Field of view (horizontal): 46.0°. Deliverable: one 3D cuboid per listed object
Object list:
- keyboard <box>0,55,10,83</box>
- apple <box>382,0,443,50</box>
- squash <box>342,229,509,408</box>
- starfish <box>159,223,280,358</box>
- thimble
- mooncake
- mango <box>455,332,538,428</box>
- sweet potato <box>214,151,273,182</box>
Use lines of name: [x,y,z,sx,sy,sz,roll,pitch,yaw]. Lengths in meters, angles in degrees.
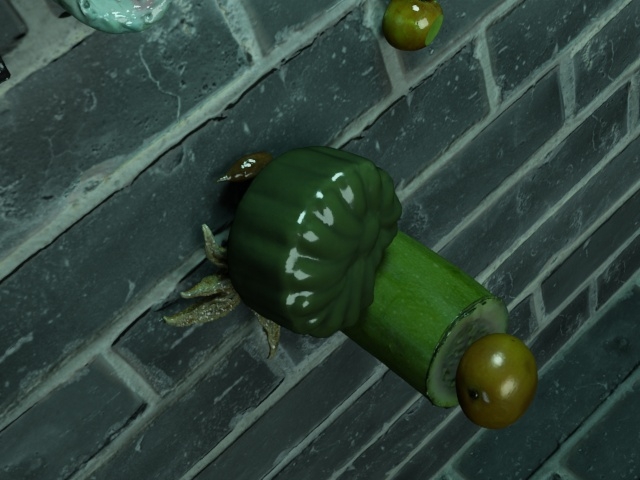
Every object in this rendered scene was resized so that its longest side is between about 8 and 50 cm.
keyboard: [-0.470,-0.286,0.943,0.072,0.023,0.231,-40,140,-24]
apple: [0.168,-0.405,1.397,0.114,0.099,0.102,-41,156,-53]
squash: [0.181,0.138,1.588,0.263,0.384,0.263,-25,133,-31]
starfish: [-0.171,0.094,1.445,0.294,0.084,0.301,2,110,-48]
thimble: [-0.284,-0.375,0.953,0.211,0.149,0.185,24,103,-50]
mooncake: [0.000,0.000,1.390,0.351,0.187,0.351,-27,128,-40]
mango: [0.339,0.274,1.434,0.175,0.139,0.254,-53,146,-7]
sweet potato: [-0.140,-0.125,1.352,0.117,0.049,0.049,-25,133,-30]
